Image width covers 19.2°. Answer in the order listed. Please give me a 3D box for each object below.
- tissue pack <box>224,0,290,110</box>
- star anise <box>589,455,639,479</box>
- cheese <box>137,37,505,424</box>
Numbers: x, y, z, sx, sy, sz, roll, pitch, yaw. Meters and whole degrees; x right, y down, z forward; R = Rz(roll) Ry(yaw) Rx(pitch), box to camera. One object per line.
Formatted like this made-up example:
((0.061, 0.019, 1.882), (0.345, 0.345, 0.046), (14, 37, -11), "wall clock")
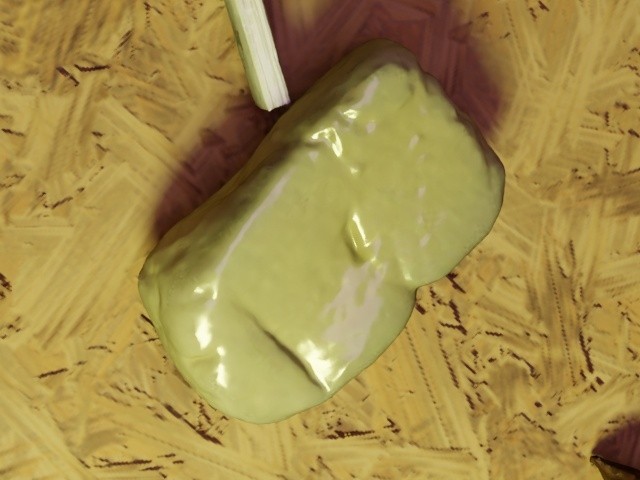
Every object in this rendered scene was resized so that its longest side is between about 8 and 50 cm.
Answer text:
((-0.046, -0.142, 1.267), (0.023, 0.056, 0.108), (-18, 101, -7), "tissue pack")
((0.351, 0.231, 1.326), (0.148, 0.346, 0.237), (45, 67, -51), "star anise")
((-0.001, 0.000, 1.273), (0.263, 0.093, 0.159), (-48, 115, -4), "cheese")
